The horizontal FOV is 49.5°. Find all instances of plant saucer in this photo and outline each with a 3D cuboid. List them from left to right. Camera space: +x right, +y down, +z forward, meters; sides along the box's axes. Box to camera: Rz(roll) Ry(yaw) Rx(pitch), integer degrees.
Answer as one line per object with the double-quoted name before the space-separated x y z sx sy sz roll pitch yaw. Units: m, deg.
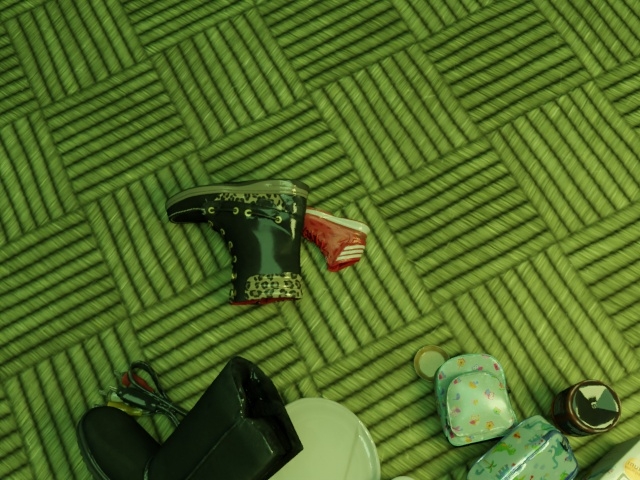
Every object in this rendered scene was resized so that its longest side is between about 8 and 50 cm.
"plant saucer" 0.255 0.282 1.584 0.083 0.015 0.083 -1 71 4

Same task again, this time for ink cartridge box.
"ink cartridge box" 0.605 0.535 1.381 0.232 0.168 0.171 -40 71 -10

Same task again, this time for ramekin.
"ramekin" -0.021 0.472 1.431 0.273 0.127 0.273 16 55 -23

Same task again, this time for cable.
"cable" -0.369 0.379 1.598 0.287 0.072 0.139 25 57 0

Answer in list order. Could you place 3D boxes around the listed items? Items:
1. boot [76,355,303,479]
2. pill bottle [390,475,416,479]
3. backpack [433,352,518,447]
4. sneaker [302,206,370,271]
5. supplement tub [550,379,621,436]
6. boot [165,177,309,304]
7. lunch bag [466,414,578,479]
"boot" -0.275 0.376 1.365 0.367 0.146 0.445 49 123 14
"pill bottle" 0.169 0.531 1.425 0.087 0.160 0.087 -2 70 5
"backpack" 0.328 0.336 1.492 0.166 0.144 0.188 -13 68 4
"sneaker" 0.000 0.000 1.671 0.221 0.087 0.128 10 70 10
"supplement tub" 0.540 0.351 1.437 0.106 0.198 0.106 -1 71 3
"boot" -0.201 0.011 1.650 0.377 0.138 0.284 -5 80 18
"lunch bag" 0.419 0.479 1.421 0.219 0.176 0.090 -37 32 -9
